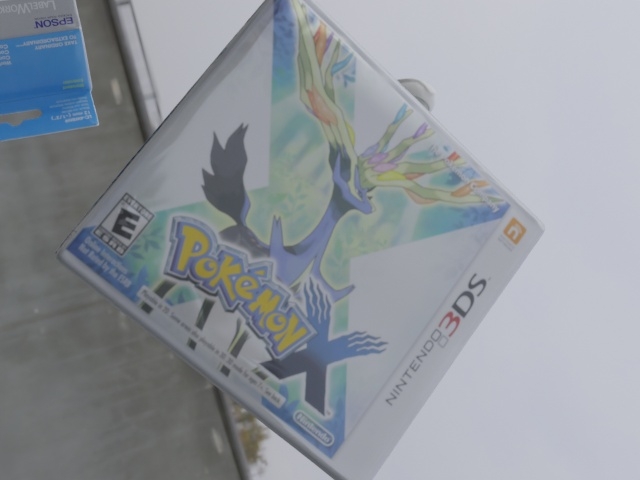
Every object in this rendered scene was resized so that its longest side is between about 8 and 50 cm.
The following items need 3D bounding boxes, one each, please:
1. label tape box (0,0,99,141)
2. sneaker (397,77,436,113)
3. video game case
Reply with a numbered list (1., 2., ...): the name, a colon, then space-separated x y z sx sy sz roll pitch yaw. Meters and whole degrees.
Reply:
1. label tape box: -0.498 -0.326 1.499 0.115 0.249 0.348 108 -33 -61
2. sneaker: 0.078 -0.141 1.599 0.305 0.114 0.152 -38 -138 30
3. video game case: 0.000 0.000 0.824 0.329 0.300 0.036 41 -14 -16
